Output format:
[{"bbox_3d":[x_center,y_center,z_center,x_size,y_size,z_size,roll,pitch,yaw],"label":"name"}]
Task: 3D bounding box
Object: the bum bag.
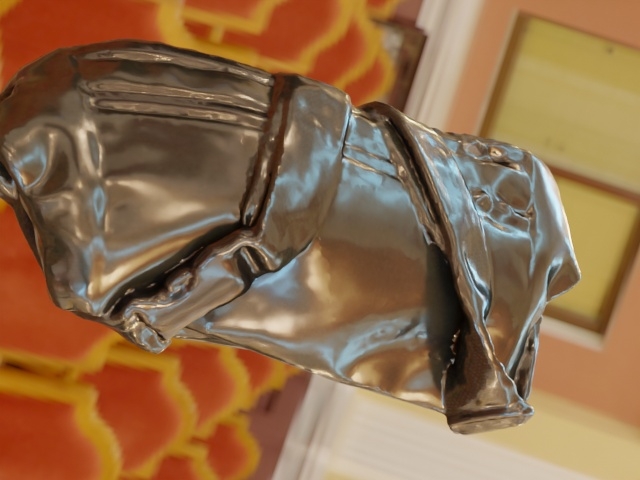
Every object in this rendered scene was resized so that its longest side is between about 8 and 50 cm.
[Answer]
[{"bbox_3d":[0.000,0.000,0.709,0.080,0.326,0.142,-23,-120,51],"label":"bum bag"}]
